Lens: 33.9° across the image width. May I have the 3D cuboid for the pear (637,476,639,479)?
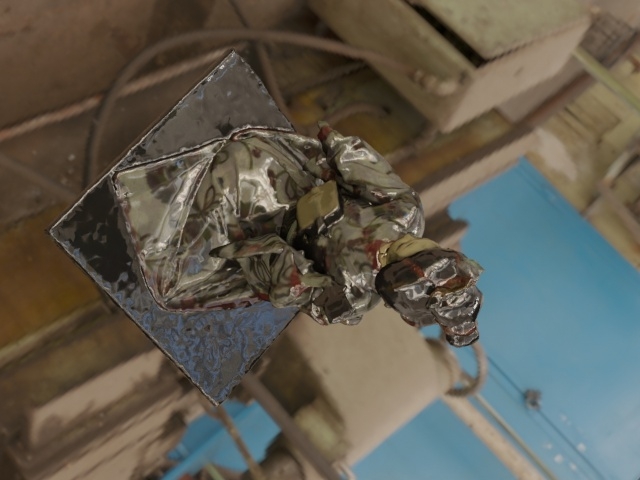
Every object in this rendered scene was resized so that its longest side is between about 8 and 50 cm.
[{"bbox_3d":[0.315,0.251,0.669,0.309,0.309,0.309,-38,162,-15],"label":"pear"}]

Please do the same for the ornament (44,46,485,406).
[{"bbox_3d":[0.000,0.000,0.543,0.166,0.196,0.153,-50,122,-19],"label":"ornament"}]
